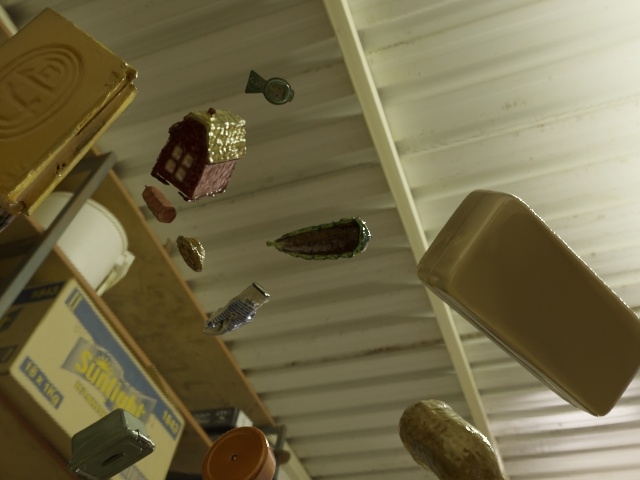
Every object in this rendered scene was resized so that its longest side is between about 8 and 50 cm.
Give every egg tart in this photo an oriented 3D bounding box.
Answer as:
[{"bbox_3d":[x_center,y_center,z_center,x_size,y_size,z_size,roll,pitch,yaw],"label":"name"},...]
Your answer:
[{"bbox_3d":[-0.384,0.035,1.810,0.129,0.049,0.129,37,-35,31],"label":"egg tart"}]

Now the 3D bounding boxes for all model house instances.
[{"bbox_3d":[-0.315,-0.255,1.659,0.160,0.196,0.254,40,-63,11],"label":"model house"}]

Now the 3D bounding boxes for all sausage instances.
[{"bbox_3d":[-0.497,-0.114,1.836,0.065,0.169,0.065,-20,-51,-26],"label":"sausage"}]

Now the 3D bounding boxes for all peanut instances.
[{"bbox_3d":[0.239,0.382,1.093,0.122,0.253,0.137,-34,-68,-15],"label":"peanut"}]

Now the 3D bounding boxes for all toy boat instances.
[{"bbox_3d":[0.003,0.002,1.601,0.293,0.108,0.099,-6,-13,29],"label":"toy boat"}]

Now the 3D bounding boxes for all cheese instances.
[{"bbox_3d":[-0.122,-0.374,1.488,0.120,0.026,0.067,18,-79,0],"label":"cheese"}]

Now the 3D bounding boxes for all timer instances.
[{"bbox_3d":[-0.125,0.441,1.111,0.132,0.132,0.152,-14,-55,20],"label":"timer"}]

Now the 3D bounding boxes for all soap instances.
[{"bbox_3d":[-0.476,-0.220,1.005,0.204,0.324,0.096,34,-26,-4],"label":"soap"}]

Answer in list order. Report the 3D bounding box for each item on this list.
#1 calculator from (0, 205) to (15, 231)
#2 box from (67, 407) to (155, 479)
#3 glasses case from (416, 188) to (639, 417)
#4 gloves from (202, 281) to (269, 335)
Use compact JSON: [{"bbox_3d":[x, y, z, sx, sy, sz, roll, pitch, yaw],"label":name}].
[{"bbox_3d":[-0.653,-0.133,1.288,0.294,0.194,0.043,-40,-41,24],"label":"calculator"},{"bbox_3d":[-0.479,0.463,1.376,0.172,0.093,0.124,-30,-42,-1],"label":"box"},{"bbox_3d":[0.278,0.085,0.759,0.336,0.076,0.144,39,-95,-23],"label":"glasses case"},{"bbox_3d":[-0.252,0.211,1.772,0.229,0.097,0.119,-32,-27,11],"label":"gloves"}]
